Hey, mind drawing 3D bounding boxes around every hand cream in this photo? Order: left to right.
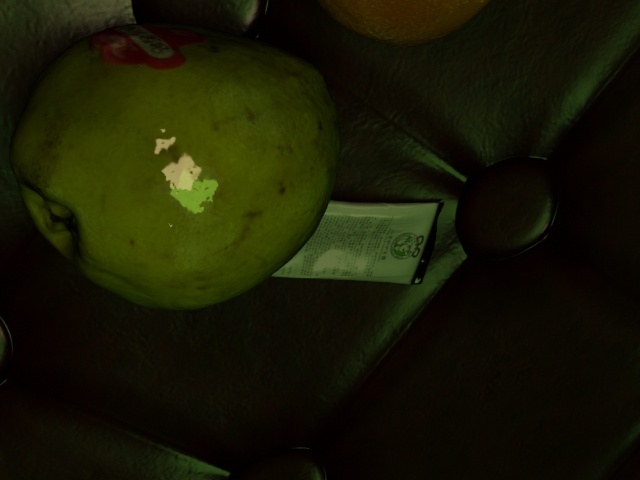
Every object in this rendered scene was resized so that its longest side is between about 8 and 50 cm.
[{"bbox_3d":[0.000,0.000,1.314,0.336,0.076,0.121,2,122,-29],"label":"hand cream"}]

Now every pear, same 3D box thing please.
[{"bbox_3d":[-0.120,-0.084,1.099,0.375,0.287,0.287,-24,128,-39],"label":"pear"}]

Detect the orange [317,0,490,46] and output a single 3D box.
[{"bbox_3d":[0.087,-0.314,1.056,0.264,0.264,0.264,-9,121,-16],"label":"orange"}]
